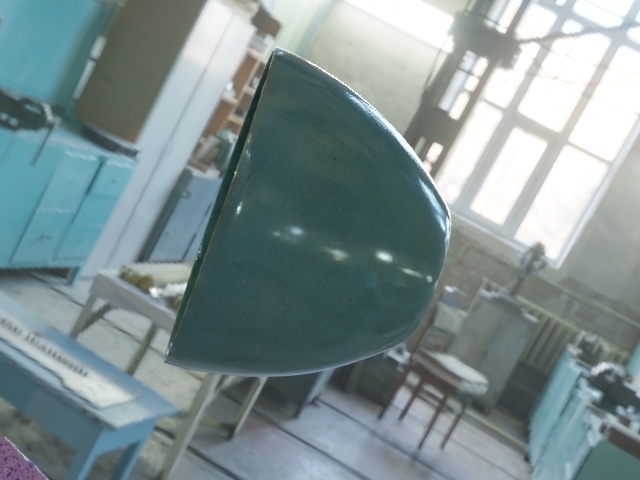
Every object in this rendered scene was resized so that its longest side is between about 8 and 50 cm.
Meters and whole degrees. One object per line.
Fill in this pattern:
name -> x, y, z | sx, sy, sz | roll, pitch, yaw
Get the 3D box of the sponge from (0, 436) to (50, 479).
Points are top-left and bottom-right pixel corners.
sponge -> -0.092, 0.182, 0.433 | 0.210, 0.031, 0.117 | 24, -39, 47

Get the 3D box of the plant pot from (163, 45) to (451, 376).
plant pot -> 0.000, 0.000, 0.819 | 0.195, 0.290, 0.290 | 20, 7, -8
